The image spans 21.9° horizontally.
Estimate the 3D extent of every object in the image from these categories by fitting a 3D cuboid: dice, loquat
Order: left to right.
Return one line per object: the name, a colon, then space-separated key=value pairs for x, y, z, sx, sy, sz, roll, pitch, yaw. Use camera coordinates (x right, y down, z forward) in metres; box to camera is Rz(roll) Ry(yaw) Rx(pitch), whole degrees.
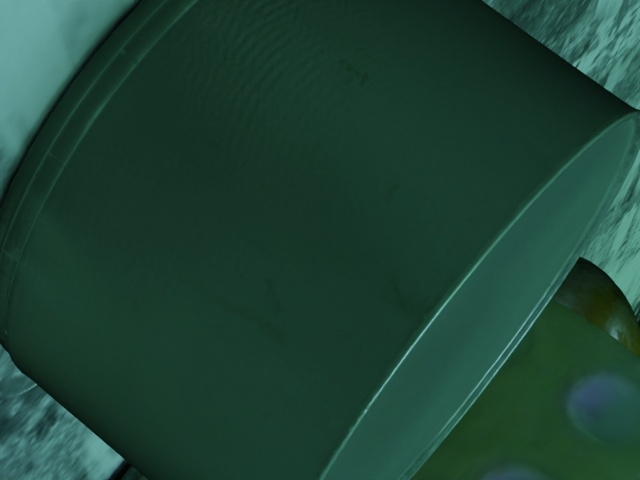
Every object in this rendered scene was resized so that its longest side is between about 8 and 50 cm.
dice: x=0.122 y=0.204 z=1.226 sx=0.250 sy=0.252 sz=0.254 roll=-38 pitch=149 yaw=-27
loquat: x=0.199 y=0.110 z=1.472 sx=0.227 sy=0.179 sz=0.179 roll=-48 pitch=168 yaw=-51

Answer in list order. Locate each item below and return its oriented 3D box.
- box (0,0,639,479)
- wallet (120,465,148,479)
box: x=0.000 y=0.000 z=0.643 sx=0.226 sy=0.149 sz=0.226 roll=-47 pitch=165 yaw=-17
wallet: x=-0.114 y=0.177 z=0.940 sx=0.155 sy=0.039 sz=0.110 roll=-50 pitch=167 yaw=-9
